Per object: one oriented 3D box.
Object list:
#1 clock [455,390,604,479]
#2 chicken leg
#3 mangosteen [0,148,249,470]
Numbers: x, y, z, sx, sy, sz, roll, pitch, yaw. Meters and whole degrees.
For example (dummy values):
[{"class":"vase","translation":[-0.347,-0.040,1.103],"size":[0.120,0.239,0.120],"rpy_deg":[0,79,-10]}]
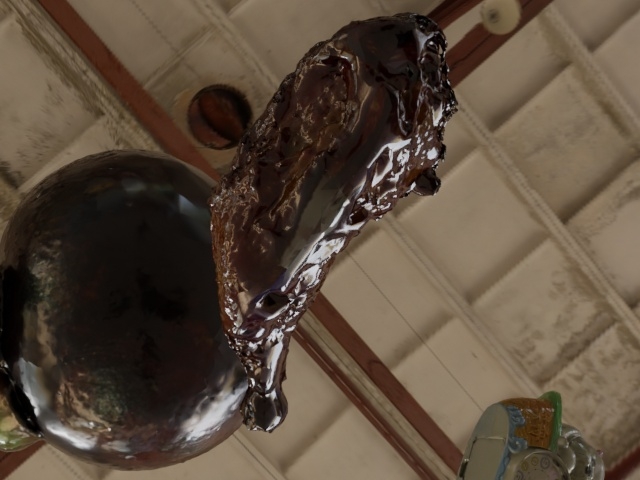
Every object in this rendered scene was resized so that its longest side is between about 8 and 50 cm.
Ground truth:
[{"class":"clock","translation":[0.210,0.261,0.940],"size":[0.144,0.103,0.231],"rpy_deg":[28,-108,-17]},{"class":"chicken leg","translation":[-0.005,-0.003,0.407],"size":[0.093,0.053,0.205],"rpy_deg":[21,-64,-36]},{"class":"mangosteen","translation":[-0.210,0.073,0.897],"size":[0.359,0.306,0.306],"rpy_deg":[-13,-83,-4]}]
